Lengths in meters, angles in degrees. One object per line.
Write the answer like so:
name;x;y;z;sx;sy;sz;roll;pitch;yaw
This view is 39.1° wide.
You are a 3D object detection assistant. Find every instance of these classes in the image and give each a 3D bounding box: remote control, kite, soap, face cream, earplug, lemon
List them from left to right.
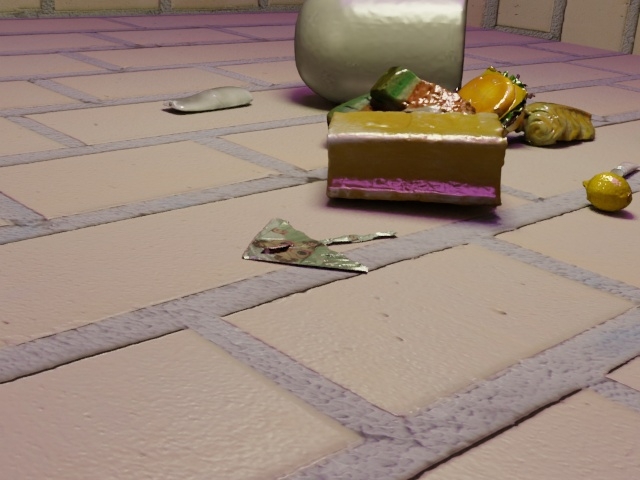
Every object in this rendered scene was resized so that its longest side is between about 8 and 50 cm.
remote control;-0.244;-0.319;2.012;0.073;0.044;0.229;25;28;38
kite;0.000;0.001;1.242;0.250;0.012;0.229;-7;24;-32
earplug;0.137;-0.462;2.103;0.393;0.313;0.313;5;20;3
soap;0.156;-0.141;1.493;0.281;0.143;0.259;0;17;4
lemon;0.473;-0.081;1.485;0.065;0.065;0.092;-13;29;-39
face cream;0.583;-0.138;1.726;0.038;0.020;0.115;16;20;30

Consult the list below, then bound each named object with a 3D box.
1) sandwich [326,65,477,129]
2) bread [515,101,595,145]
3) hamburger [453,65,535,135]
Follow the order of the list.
sandwich;0.168;-0.257;1.764;0.301;0.162;0.250;13;26;29
bread;0.512;-0.258;1.958;0.128;0.088;0.232;31;27;36
hamburger;0.352;-0.274;1.887;0.189;0.093;0.164;-29;43;8
